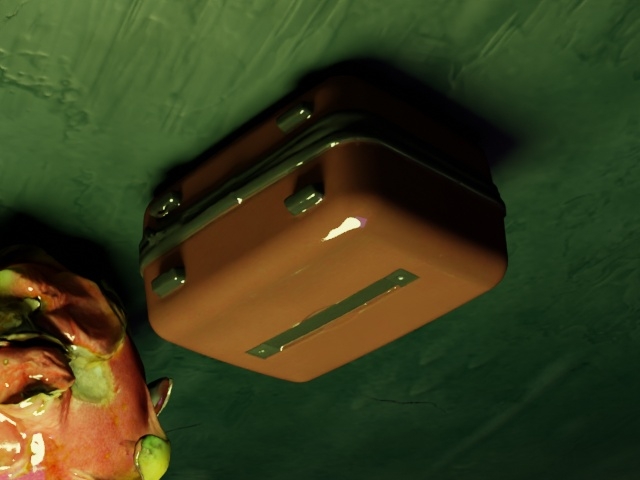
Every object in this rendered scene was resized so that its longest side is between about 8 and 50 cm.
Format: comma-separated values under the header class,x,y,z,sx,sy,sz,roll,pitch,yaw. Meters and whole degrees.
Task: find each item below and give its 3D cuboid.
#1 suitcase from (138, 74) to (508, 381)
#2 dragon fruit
class,x,y,z,sx,sy,sz,roll,pitch,yaw
suitcase,0.000,0.000,1.213,0.236,0.161,0.297,22,139,-40
dragon fruit,-0.269,0.144,1.292,0.305,0.305,0.225,22,137,-38
